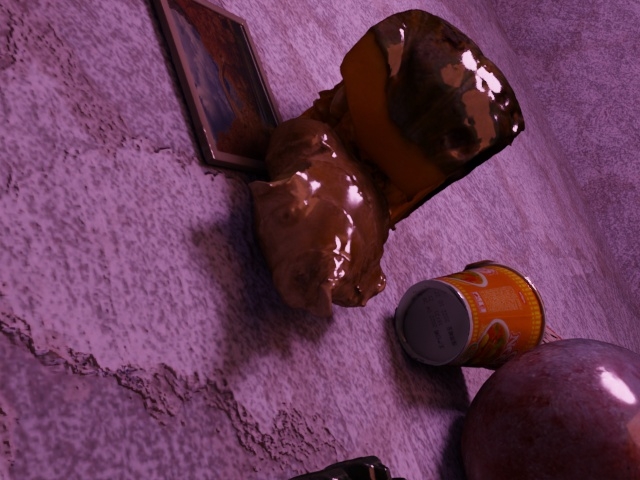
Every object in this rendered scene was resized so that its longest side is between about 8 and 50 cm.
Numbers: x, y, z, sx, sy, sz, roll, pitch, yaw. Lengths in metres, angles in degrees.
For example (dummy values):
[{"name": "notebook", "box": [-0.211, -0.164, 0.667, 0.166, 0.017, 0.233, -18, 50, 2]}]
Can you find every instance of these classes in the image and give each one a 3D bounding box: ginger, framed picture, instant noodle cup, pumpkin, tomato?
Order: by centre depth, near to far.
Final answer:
[{"name": "ginger", "box": [0.000, 0.000, 0.746, 0.219, 0.123, 0.270, 49, 33, -30]}, {"name": "framed picture", "box": [-0.113, -0.192, 0.843, 0.184, 0.016, 0.250, 7, 59, -58]}, {"name": "tomato", "box": [0.337, 0.280, 0.884, 0.317, 0.282, 0.316, 21, 29, -12]}, {"name": "pumpkin", "box": [0.113, -0.150, 0.922, 0.256, 0.303, 0.225, -35, 91, -39]}, {"name": "instant noodle cup", "box": [0.202, 0.109, 0.968, 0.185, 0.168, 0.168, 4, 62, -50]}]

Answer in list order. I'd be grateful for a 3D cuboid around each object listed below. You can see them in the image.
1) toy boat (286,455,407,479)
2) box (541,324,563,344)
[{"name": "toy boat", "box": [0.048, 0.344, 0.558, 0.141, 0.092, 0.319, 10, 64, -57]}, {"name": "box", "box": [0.466, 0.275, 1.191, 0.353, 0.069, 0.214, 44, 17, 32]}]
